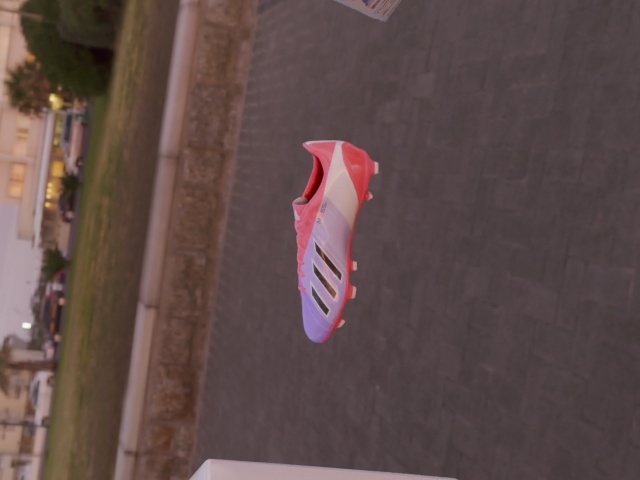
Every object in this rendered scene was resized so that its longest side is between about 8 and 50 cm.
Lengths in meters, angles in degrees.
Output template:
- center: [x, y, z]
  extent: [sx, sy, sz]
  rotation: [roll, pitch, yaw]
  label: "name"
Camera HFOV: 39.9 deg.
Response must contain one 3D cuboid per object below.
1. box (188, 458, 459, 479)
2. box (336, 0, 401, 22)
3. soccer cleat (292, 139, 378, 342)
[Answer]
- center: [-0.039, 0.324, 0.786]
  extent: [0.345, 0.215, 0.168]
  rotation: [124, 150, -57]
  label: "box"
- center: [0.002, -0.220, 0.589]
  extent: [0.072, 0.126, 0.137]
  rotation: [-50, -13, 18]
  label: "box"
- center: [0.000, 0.000, 1.074]
  extent: [0.083, 0.095, 0.247]
  rotation: [-151, 73, -71]
  label: "soccer cleat"
